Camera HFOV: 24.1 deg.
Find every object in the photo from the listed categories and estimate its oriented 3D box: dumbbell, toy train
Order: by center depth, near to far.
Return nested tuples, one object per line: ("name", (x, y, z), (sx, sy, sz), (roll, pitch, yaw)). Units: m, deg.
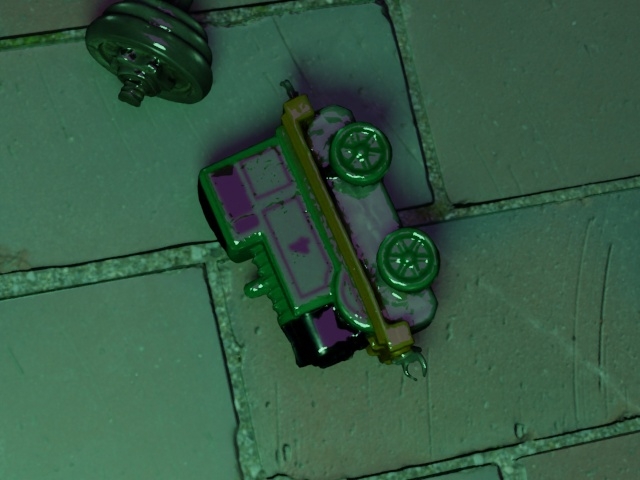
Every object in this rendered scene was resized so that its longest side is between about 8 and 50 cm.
("toy train", (0.000, 0.000, 1.929), (0.249, 0.178, 0.429), (-23, 81, -6))
("dumbbell", (-0.171, -0.357, 1.976), (0.179, 0.179, 0.406), (24, 73, -5))
